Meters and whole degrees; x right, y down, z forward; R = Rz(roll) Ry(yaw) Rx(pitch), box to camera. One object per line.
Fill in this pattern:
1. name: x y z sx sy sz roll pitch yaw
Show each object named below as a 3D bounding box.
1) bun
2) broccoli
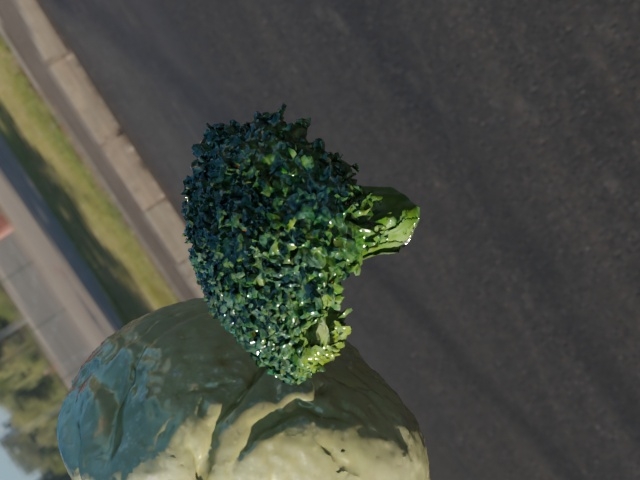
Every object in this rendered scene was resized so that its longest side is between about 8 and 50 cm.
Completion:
1. bun: -0.061 0.181 1.148 0.352 0.227 0.349 15 173 42
2. broccoli: 0.000 0.000 0.927 0.194 0.194 0.220 29 120 60
